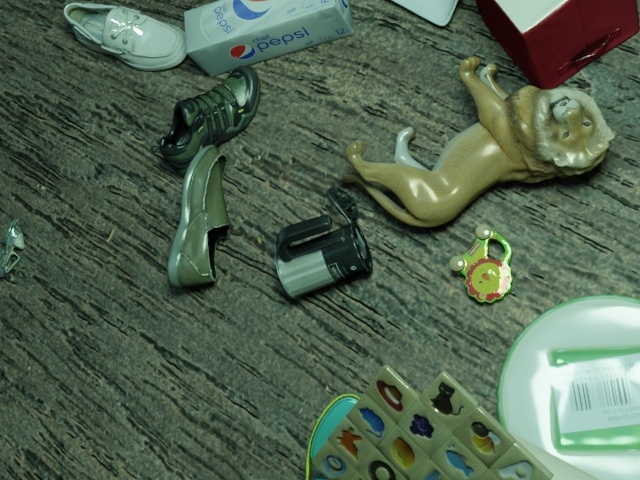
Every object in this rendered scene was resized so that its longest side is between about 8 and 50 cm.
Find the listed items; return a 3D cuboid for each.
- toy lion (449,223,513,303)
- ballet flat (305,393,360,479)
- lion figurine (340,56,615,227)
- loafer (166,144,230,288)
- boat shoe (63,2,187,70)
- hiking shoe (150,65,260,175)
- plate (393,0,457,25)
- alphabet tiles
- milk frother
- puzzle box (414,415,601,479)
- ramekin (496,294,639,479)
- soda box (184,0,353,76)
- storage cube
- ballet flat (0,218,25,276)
[{"bbox_3d":[0.249,0.040,1.384,0.096,0.034,0.100,38,89,21],"label":"toy lion"},{"bbox_3d":[0.016,0.334,1.347,0.077,0.077,0.231,14,85,10],"label":"ballet flat"},{"bbox_3d":[0.227,-0.121,1.407,0.392,0.142,0.240,-38,69,22],"label":"lion figurine"},{"bbox_3d":[-0.187,-0.037,1.565,0.087,0.094,0.251,8,80,12],"label":"loafer"},{"bbox_3d":[-0.374,-0.392,1.752,0.277,0.096,0.098,16,78,26],"label":"boat shoe"},{"bbox_3d":[-0.193,-0.217,1.606,0.086,0.114,0.227,36,88,28],"label":"hiking shoe"},{"bbox_3d":[0.167,-0.538,1.562,0.278,0.045,0.277,34,114,28],"label":"plate"},{"bbox_3d":[0.134,0.322,1.173,0.285,0.011,0.342,44,131,15],"label":"alphabet tiles"},{"bbox_3d":[0.000,0.000,1.474,0.134,0.129,0.143,-20,23,15],"label":"milk frother"},{"bbox_3d":[0.275,0.383,1.144,0.409,0.272,0.052,26,39,27],"label":"puzzle box"},{"bbox_3d":[0.373,0.215,1.203,0.303,0.148,0.303,-7,69,20],"label":"ramekin"},{"bbox_3d":[-0.093,-0.383,1.633,0.286,0.098,0.091,-13,67,19],"label":"soda box"},{"bbox_3d":[0.343,-0.375,1.396,0.183,0.193,0.215,-34,64,9],"label":"storage cube"},{"bbox_3d":[-0.574,0.017,1.731,0.041,0.041,0.114,18,80,27],"label":"ballet flat"}]
